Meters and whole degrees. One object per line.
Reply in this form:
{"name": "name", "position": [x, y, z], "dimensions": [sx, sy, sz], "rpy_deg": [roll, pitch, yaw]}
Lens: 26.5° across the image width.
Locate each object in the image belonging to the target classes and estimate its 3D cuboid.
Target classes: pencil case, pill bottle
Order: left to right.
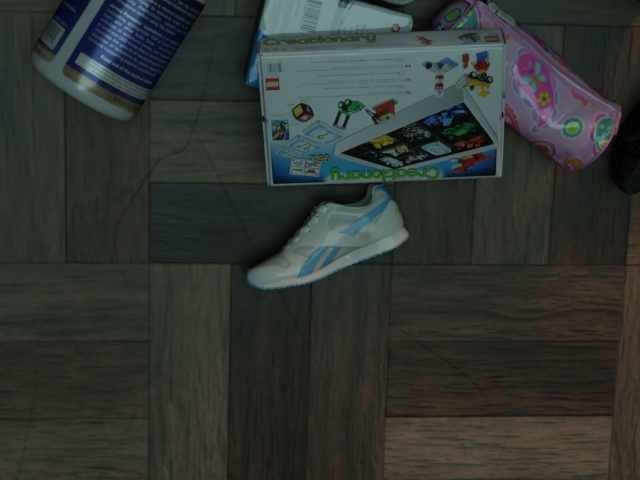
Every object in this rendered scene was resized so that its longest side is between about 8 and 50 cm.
{"name": "pill bottle", "position": [-0.233, -0.294, 1.694], "dimensions": [0.153, 0.153, 0.265], "rpy_deg": [32, 98, -12]}
{"name": "pencil case", "position": [0.263, -0.214, 1.783], "dimensions": [0.284, 0.124, 0.124], "rpy_deg": [38, 96, -13]}

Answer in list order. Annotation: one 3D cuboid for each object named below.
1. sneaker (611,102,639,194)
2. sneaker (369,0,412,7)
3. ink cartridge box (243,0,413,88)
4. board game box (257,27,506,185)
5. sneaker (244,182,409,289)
{"name": "sneaker", "position": [0.508, -0.171, 1.832], "dimensions": [0.130, 0.109, 0.286], "rpy_deg": [34, 99, -18]}
{"name": "sneaker", "position": [0.019, -0.413, 1.738], "dimensions": [0.281, 0.106, 0.163], "rpy_deg": [23, 69, 6]}
{"name": "ink cartridge box", "position": [0.008, -0.251, 1.766], "dimensions": [0.190, 0.082, 0.140], "rpy_deg": [13, 102, -10]}
{"name": "board game box", "position": [0.078, -0.166, 1.721], "dimensions": [0.305, 0.053, 0.193], "rpy_deg": [-2, 124, 1]}
{"name": "sneaker", "position": [0.000, 0.000, 1.827], "dimensions": [0.228, 0.087, 0.092], "rpy_deg": [-24, 97, -8]}
